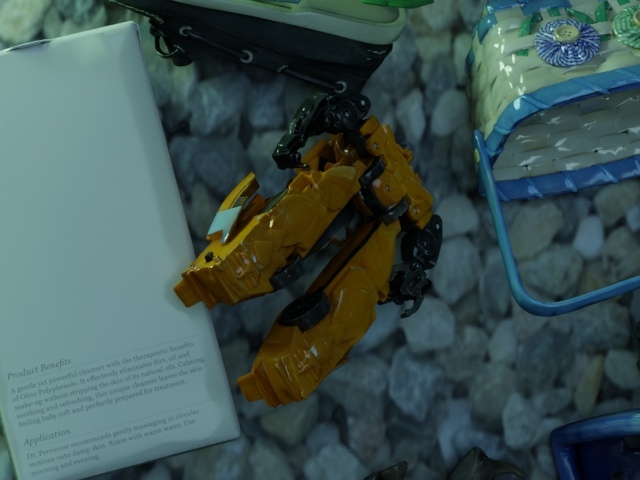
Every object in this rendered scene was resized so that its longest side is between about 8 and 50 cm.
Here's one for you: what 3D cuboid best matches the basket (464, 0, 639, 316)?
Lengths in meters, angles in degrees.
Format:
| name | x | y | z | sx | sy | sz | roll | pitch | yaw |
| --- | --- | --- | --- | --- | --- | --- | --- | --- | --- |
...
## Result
| name | x | y | z | sx | sy | sz | roll | pitch | yaw |
| --- | --- | --- | --- | --- | --- | --- | --- | --- | --- |
| basket | 0.252 | -0.088 | 1.615 | 0.254 | 0.201 | 0.289 | -15 | 71 | -12 |

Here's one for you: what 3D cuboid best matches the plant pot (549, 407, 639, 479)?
| name | x | y | z | sx | sy | sz | roll | pitch | yaw |
| --- | --- | --- | --- | --- | --- | --- | --- | --- | --- |
| plant pot | 0.361 | 0.247 | 1.591 | 0.212 | 0.236 | 0.236 | -12 | 85 | -16 |

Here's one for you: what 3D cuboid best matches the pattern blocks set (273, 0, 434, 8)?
| name | x | y | z | sx | sy | sz | roll | pitch | yaw |
| --- | --- | --- | --- | --- | --- | --- | --- | --- | --- |
| pattern blocks set | 0.072 | -0.319 | 1.612 | 0.285 | 0.026 | 0.325 | 1 | 47 | 17 |

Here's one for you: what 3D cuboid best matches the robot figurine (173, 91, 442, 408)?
| name | x | y | z | sx | sy | sz | roll | pitch | yaw |
| --- | --- | --- | --- | --- | --- | --- | --- | --- | --- |
| robot figurine | 0.000 | 0.000 | 1.566 | 0.211 | 0.085 | 0.291 | 59 | 42 | -17 |

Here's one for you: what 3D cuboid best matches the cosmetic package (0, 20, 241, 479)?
| name | x | y | z | sx | sy | sz | roll | pitch | yaw |
| --- | --- | --- | --- | --- | --- | --- | --- | --- | --- |
| cosmetic package | -0.210 | 0.018 | 1.557 | 0.197 | 0.155 | 0.366 | -13 | 85 | -11 |

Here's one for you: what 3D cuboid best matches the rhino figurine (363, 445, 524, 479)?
| name | x | y | z | sx | sy | sz | roll | pitch | yaw |
| --- | --- | --- | --- | --- | --- | --- | --- | --- | --- |
| rhino figurine | 0.073 | 0.255 | 1.618 | 0.243 | 0.073 | 0.106 | -21 | 83 | -13 |

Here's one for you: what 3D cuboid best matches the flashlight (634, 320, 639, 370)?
| name | x | y | z | sx | sy | sz | roll | pitch | yaw |
| --- | --- | --- | --- | --- | --- | --- | --- | --- | --- |
| flashlight | 0.354 | 0.071 | 1.568 | 0.103 | 0.304 | 0.103 | 42 | 79 | -2 |

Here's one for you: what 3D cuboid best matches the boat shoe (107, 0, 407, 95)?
| name | x | y | z | sx | sy | sz | roll | pitch | yaw |
| --- | --- | --- | --- | --- | --- | --- | --- | --- | --- |
| boat shoe | -0.099 | -0.204 | 1.628 | 0.340 | 0.113 | 0.127 | 10 | 38 | -17 |
